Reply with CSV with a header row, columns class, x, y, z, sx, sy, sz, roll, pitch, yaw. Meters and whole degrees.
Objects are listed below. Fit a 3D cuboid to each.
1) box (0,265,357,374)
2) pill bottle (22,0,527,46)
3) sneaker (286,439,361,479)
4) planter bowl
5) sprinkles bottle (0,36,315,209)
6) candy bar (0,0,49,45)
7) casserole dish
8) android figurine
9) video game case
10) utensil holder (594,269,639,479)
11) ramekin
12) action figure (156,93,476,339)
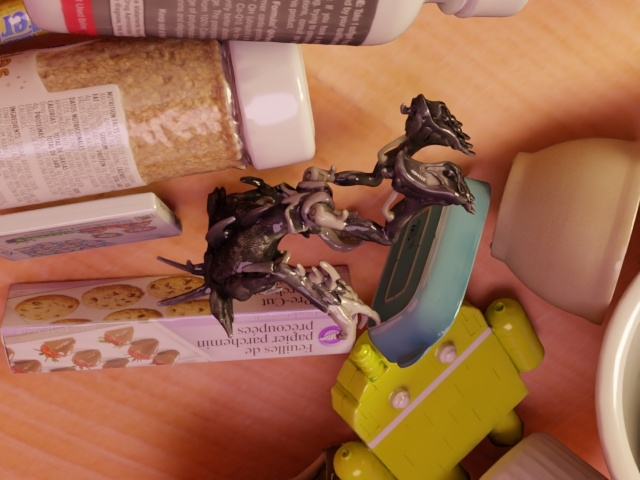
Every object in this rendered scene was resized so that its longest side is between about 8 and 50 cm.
class,x,y,z,sx,sy,sz,roll,pitch,yaw
box,-0.130,0.074,0.920,0.324,0.067,0.063,-2,129,-5
pill bottle,-0.024,-0.216,0.627,0.319,0.176,0.176,1,129,-8
sneaker,0.041,0.256,1.091,0.192,0.064,0.086,-37,125,21
planter bowl,0.211,-0.019,0.849,0.109,0.162,0.162,16,130,14
sprinkles bottle,-0.185,-0.090,0.741,0.356,0.121,0.121,-10,130,0
candy bar,-0.242,-0.164,0.741,0.162,0.018,0.040,-13,130,3
casserole dish,0.089,0.019,0.838,0.037,0.188,0.114,31,148,-15
android figurine,0.115,0.156,0.976,0.248,0.056,0.273,-41,132,-8
video game case,-0.202,-0.009,0.814,0.157,0.019,0.143,-9,173,-1
utensil holder,0.427,0.186,0.860,0.328,0.327,0.385,-23,151,11
ramekin,0.207,0.339,1.062,0.277,0.135,0.277,-40,158,-20
action figure,0.000,0.000,0.806,0.276,0.164,0.141,-28,131,24
